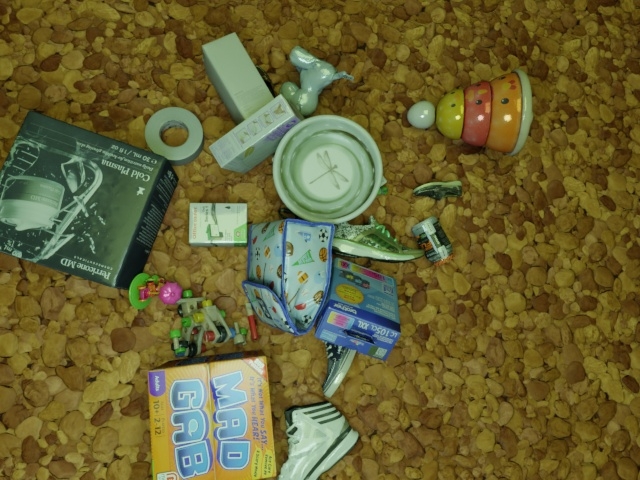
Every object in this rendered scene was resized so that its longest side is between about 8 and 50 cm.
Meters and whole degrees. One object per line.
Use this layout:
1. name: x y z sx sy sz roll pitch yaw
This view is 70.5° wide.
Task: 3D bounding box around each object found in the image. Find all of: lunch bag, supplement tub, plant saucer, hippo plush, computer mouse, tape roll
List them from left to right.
1. tape roll: -0.573 -0.411 1.791 0.218 0.072 0.220 1 80 -8
2. lunch bag: -0.129 0.126 1.619 0.238 0.327 0.386 4 88 -29
3. computer mouse: -0.053 -0.104 1.813 0.241 0.041 0.071 5 74 4
4. hippo plush: -0.037 -0.629 1.873 0.294 0.234 0.237 33 108 13
5. plant saucer: 0.025 -0.255 1.675 0.399 0.100 0.401 0 87 -1
6. supplement tub: 0.464 0.005 1.859 0.116 0.117 0.191 -27 85 -12

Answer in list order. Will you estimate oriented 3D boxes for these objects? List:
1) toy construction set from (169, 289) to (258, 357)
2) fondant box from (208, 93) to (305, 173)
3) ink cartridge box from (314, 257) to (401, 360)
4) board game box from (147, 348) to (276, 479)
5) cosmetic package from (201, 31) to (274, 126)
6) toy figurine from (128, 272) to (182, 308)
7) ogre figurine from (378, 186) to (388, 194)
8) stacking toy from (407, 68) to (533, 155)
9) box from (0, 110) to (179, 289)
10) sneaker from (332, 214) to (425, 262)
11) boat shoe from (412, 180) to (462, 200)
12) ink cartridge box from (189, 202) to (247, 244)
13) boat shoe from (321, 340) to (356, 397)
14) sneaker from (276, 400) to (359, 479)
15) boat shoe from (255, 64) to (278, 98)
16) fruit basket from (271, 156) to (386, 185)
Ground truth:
1. toy construction set: -0.399 0.274 1.642 0.308 0.257 0.238 -5 68 -24
2. fondant box: -0.223 -0.388 1.701 0.330 0.238 0.096 -34 86 12
3. ink cartridge box: 0.136 0.256 1.629 0.269 0.396 0.151 20 120 -5
4. board game box: -0.349 0.575 1.514 0.355 0.356 0.357 -5 81 -10
5. cosmetic package: -0.315 -0.597 1.800 0.155 0.197 0.366 -28 87 -13
6. toy figurine: -0.563 0.181 1.622 0.159 0.173 0.130 3 102 16
7. ogre figurine: 0.184 -0.250 1.875 0.118 0.096 0.197 -39 106 -30
8. stacking toy: 0.610 -0.527 1.913 0.478 0.350 0.351 -1 80 8
9. box: -0.826 -0.119 1.594 0.479 0.297 0.473 18 80 -5
10. sneaker: 0.228 -0.011 1.794 0.409 0.158 0.182 9 84 -12
11. boat shoe: 0.504 -0.206 1.920 0.223 0.080 0.074 -9 77 -15
12. ink cartridge box: -0.394 -0.059 1.749 0.219 0.092 0.161 -1 80 -9
13. boat shoe: 0.053 0.412 1.736 0.158 0.127 0.341 29 70 3
14. sneaker: -0.099 0.762 1.638 0.447 0.169 0.258 -37 82 -21
15. boat shoe: -0.230 -0.646 1.882 0.073 0.073 0.207 -29 83 -10
16. fruit basket: 0.030 -0.281 1.781 0.326 0.165 0.353 -34 73 -2
